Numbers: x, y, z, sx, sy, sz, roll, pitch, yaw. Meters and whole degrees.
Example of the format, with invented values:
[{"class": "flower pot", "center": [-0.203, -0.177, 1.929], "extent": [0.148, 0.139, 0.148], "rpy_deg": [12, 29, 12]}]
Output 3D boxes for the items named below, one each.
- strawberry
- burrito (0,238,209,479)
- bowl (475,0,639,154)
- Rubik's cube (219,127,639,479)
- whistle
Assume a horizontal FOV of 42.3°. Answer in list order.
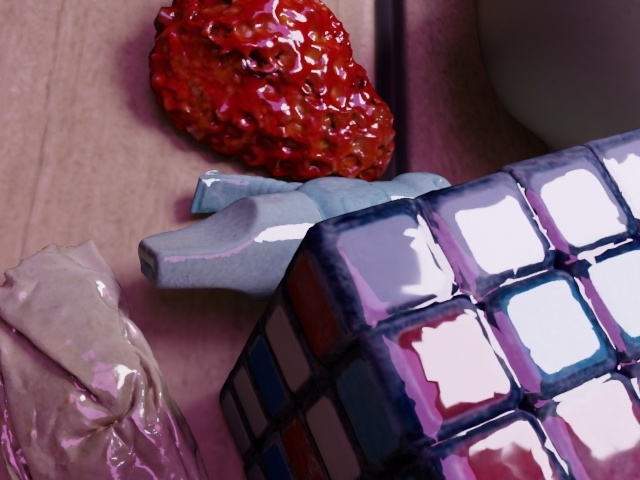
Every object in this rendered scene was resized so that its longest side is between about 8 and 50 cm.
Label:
[{"class": "strawberry", "center": [-0.026, -0.149, 0.698], "extent": [0.236, 0.111, 0.190], "rpy_deg": [39, 57, 4]}, {"class": "burrito", "center": [-0.120, 0.177, 0.517], "extent": [0.117, 0.076, 0.392], "rpy_deg": [-19, 71, -24]}, {"class": "bowl", "center": [0.298, -0.142, 0.715], "extent": [0.354, 0.354, 0.185], "rpy_deg": [0, 107, -18]}, {"class": "Rubik's cube", "center": [0.136, 0.134, 0.497], "extent": [0.292, 0.293, 0.286], "rpy_deg": [-17, 70, -22]}, {"class": "whistle", "center": [0.000, 0.000, 0.624], "extent": [0.274, 0.093, 0.186], "rpy_deg": [-7, 23, -30]}]
